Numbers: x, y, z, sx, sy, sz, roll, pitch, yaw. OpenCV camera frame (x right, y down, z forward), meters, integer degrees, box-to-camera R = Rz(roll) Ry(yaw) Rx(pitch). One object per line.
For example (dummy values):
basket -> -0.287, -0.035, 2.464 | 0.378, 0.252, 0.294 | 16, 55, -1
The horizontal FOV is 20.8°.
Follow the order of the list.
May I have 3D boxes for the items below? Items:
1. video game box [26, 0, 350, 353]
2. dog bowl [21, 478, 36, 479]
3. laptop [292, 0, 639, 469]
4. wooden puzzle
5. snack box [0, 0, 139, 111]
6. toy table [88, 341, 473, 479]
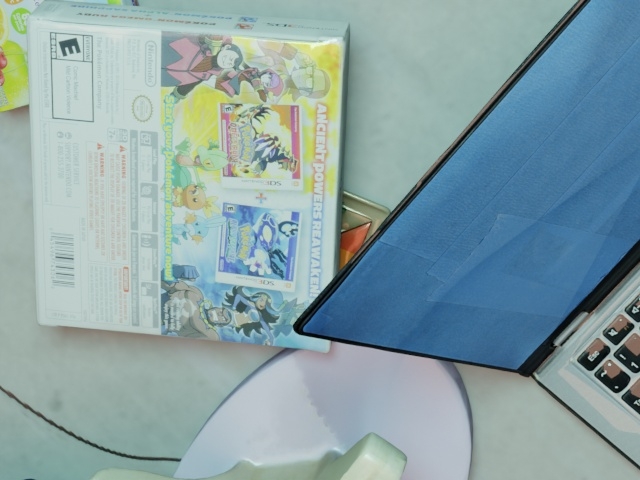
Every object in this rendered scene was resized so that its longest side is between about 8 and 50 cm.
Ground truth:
video game box -> -0.079, -0.038, 1.051 | 0.187, 0.048, 0.205 | 6, 115, 8
dog bowl -> -0.186, 0.285, 1.068 | 0.104, 0.265, 0.265 | -17, 105, -20
laptop -> 0.274, 0.009, 0.938 | 0.408, 0.236, 0.382 | 40, 108, -4
wooden puzzle -> 0.000, 0.000, 1.093 | 0.116, 0.014, 0.078 | 15, 108, 4
snack box -> -0.170, -0.160, 1.062 | 0.100, 0.037, 0.141 | -16, 104, 12
toy table -> -0.020, 0.191, 1.075 | 0.252, 0.161, 0.274 | 24, 109, 2
